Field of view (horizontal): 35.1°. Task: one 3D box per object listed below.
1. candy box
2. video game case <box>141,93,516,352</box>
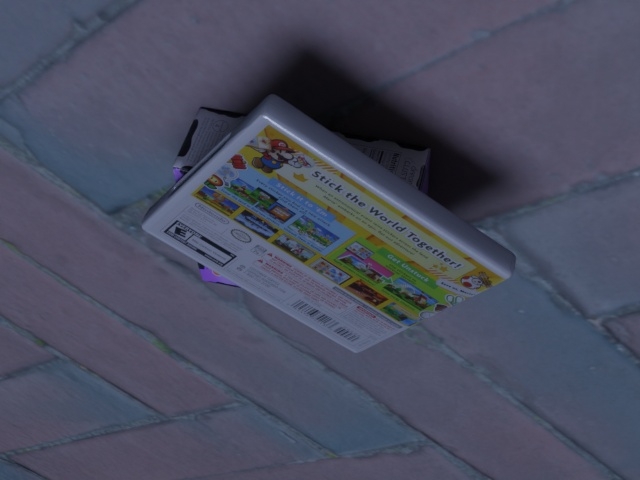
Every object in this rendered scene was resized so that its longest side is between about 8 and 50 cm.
[{"bbox_3d":[-0.010,-0.018,0.856,0.196,0.070,0.165,11,146,10],"label":"candy box"},{"bbox_3d":[0.000,0.000,0.790,0.227,0.026,0.206,32,144,-19],"label":"video game case"}]
